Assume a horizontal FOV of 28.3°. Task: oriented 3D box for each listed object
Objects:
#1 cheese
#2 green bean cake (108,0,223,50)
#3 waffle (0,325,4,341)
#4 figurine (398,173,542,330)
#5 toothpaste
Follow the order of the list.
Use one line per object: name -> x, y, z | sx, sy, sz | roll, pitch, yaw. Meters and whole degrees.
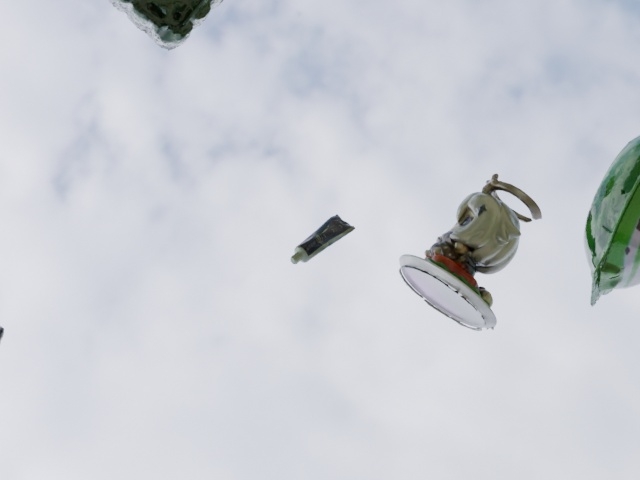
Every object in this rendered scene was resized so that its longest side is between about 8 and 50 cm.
cheese -> 0.349, -0.070, 1.268 | 0.083, 0.204, 0.320 | 29, -112, 23
green bean cake -> -0.198, -0.367, 1.585 | 0.208, 0.107, 0.193 | 40, -89, -11
waffle -> -0.454, 0.153, 1.044 | 0.348, 0.077, 0.304 | 1, -155, -5
figurine -> 0.178, 0.007, 1.399 | 0.132, 0.132, 0.153 | 38, -103, -4
toothpaste -> 0.000, 0.000, 1.269 | 0.027, 0.019, 0.083 | 39, -128, 18
